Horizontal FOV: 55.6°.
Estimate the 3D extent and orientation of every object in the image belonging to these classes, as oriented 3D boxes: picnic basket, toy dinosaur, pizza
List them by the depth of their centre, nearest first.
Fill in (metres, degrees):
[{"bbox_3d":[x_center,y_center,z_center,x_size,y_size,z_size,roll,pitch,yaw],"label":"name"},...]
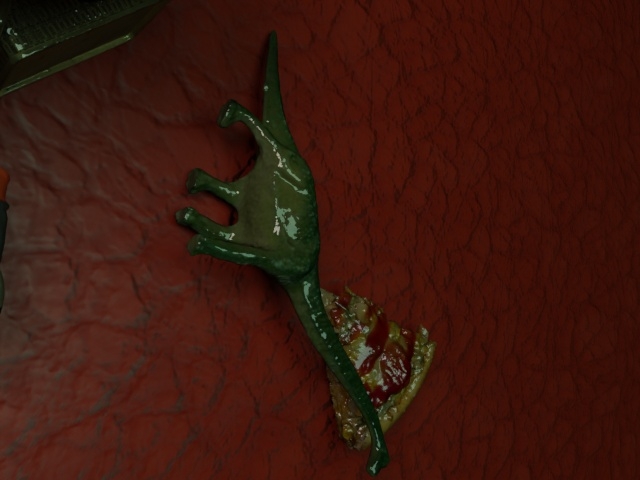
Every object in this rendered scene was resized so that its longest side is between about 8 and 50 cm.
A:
[{"bbox_3d":[-0.216,-0.193,0.496,0.164,0.115,0.079,-40,108,-34],"label":"picnic basket"},{"bbox_3d":[0.000,0.000,0.654,0.301,0.087,0.446,23,67,-28],"label":"toy dinosaur"},{"bbox_3d":[0.058,0.131,0.720,0.188,0.062,0.198,-49,113,-33],"label":"pizza"}]

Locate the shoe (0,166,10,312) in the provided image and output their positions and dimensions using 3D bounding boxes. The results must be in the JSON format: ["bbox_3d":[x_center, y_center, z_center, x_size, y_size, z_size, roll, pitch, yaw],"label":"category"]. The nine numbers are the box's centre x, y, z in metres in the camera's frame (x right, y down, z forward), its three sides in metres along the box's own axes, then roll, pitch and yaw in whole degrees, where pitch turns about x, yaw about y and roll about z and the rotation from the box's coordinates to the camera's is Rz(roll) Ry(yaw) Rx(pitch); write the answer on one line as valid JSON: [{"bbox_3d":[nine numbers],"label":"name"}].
[{"bbox_3d":[-0.352,-0.064,0.374,0.337,0.132,0.170,24,66,-36],"label":"shoe"}]
